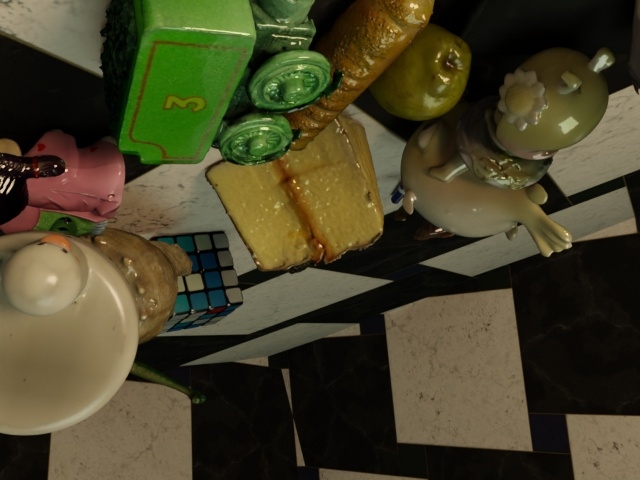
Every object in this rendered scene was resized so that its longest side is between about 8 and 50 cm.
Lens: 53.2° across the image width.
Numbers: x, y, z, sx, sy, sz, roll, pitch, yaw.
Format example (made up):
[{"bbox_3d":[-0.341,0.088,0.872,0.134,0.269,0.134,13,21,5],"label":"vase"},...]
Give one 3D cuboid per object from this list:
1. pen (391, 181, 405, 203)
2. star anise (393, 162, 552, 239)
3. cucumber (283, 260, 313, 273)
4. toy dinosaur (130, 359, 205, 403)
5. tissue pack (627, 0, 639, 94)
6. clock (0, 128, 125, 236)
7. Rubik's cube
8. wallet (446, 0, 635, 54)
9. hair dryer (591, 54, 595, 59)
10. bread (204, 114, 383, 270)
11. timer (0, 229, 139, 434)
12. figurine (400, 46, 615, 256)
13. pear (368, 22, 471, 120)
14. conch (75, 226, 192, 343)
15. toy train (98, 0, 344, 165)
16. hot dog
[{"bbox_3d":[0.169,-0.114,1.212,0.025,0.025,0.204,-12,165,-14],"label":"pen"},{"bbox_3d":[0.295,-0.090,1.273,0.349,0.109,0.292,-25,158,-4],"label":"star anise"},{"bbox_3d":[0.000,0.000,1.376,0.067,0.068,0.293,-6,162,-31],"label":"cucumber"},{"bbox_3d":[-0.404,0.156,1.090,0.300,0.087,0.447,14,-173,-35],"label":"toy dinosaur"},{"bbox_3d":[0.362,-0.202,0.514,0.125,0.242,0.344,-17,145,9],"label":"tissue pack"},{"bbox_3d":[-0.350,-0.056,0.766,0.195,0.100,0.194,-4,162,-33],"label":"clock"},{"bbox_3d":[-0.261,0.084,1.240,0.151,0.154,0.155,-5,162,-35],"label":"Rubik's cube"},{"bbox_3d":[0.343,-0.268,0.706,0.377,0.051,0.197,-3,163,-12],"label":"wallet"},{"bbox_3d":[0.407,-0.238,0.983,0.154,0.044,0.183,-11,161,-24],"label":"hair dryer"},{"bbox_3d":[-0.031,-0.055,0.933,0.240,0.178,0.135,-20,166,24],"label":"bread"},{"bbox_3d":[-0.320,0.101,0.714,0.233,0.234,0.240,-12,-173,-13],"label":"timer"},{"bbox_3d":[0.263,-0.112,0.847,0.226,0.275,0.394,-32,170,-19],"label":"figurine"},{"bbox_3d":[0.109,-0.188,0.720,0.107,0.107,0.131,-6,-178,-31],"label":"pear"},{"bbox_3d":[-0.330,0.062,0.993,0.263,0.186,0.324,27,179,15],"label":"conch"},{"bbox_3d":[-0.101,-0.161,0.591,0.188,0.133,0.243,-3,159,-24],"label":"toy train"},{"bbox_3d":[0.019,-0.190,0.704,0.068,0.083,0.289,15,151,-26],"label":"hot dog"}]
